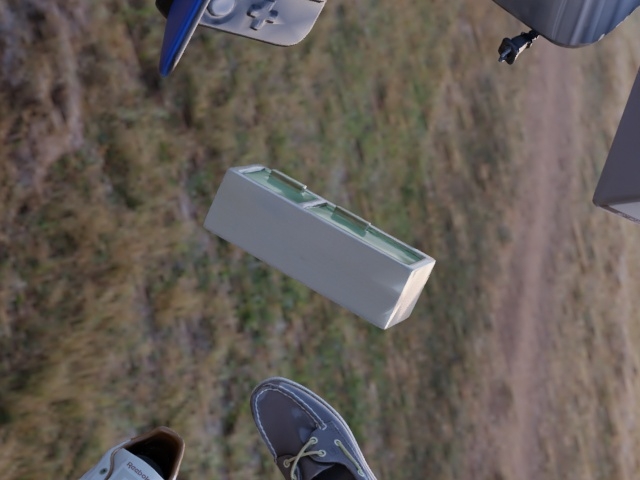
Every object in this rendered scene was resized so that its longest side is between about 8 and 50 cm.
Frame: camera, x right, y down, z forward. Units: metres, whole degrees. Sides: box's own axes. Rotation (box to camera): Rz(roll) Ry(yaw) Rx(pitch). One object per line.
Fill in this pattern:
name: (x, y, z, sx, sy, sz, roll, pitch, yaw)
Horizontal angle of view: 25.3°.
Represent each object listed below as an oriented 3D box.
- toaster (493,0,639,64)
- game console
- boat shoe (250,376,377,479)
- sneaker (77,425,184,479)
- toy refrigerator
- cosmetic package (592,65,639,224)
toaster: (0.183, -0.232, 0.936, 0.129, 0.227, 0.146, 39, -12, 11)
game console: (-0.014, -0.278, 1.244, 0.250, 0.293, 0.173, 8, 32, -42)
boat shoe: (0.006, 0.329, 2.015, 0.324, 0.117, 0.097, 54, 8, 10)
sneaker: (-0.239, 0.285, 1.491, 0.106, 0.123, 0.290, 38, 36, 2)
toy refrigerator: (0.000, 0.000, 1.784, 0.094, 0.270, 0.102, -66, 163, 15)
cosmetic package: (0.371, -0.166, 1.029, 0.156, 0.217, 0.385, 163, -55, -82)
